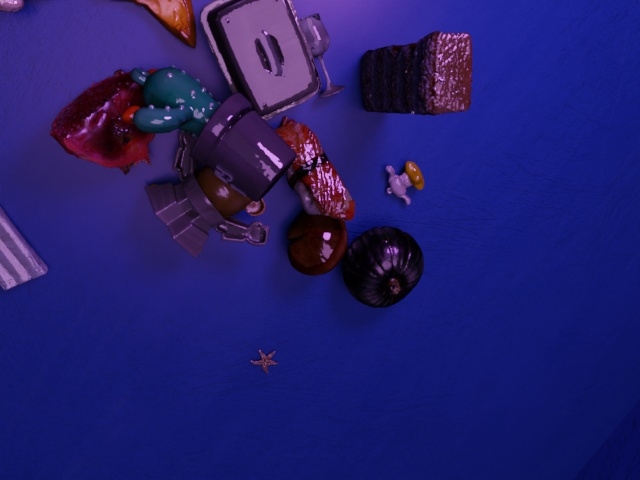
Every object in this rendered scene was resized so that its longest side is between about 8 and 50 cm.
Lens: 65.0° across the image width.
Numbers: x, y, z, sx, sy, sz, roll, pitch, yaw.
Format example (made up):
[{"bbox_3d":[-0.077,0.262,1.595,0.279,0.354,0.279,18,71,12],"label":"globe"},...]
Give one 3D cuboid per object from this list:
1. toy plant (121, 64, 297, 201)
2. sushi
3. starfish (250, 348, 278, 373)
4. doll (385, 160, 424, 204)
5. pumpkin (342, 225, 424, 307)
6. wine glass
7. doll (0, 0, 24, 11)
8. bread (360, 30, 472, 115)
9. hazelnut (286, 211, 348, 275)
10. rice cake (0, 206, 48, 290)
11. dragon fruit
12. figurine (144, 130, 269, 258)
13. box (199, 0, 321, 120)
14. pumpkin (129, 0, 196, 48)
[{"bbox_3d":[-0.254,-0.261,1.129,0.400,0.185,0.279,40,53,-4],"label":"toy plant"},{"bbox_3d":[-0.034,-0.180,1.308,0.124,0.130,0.332,-32,93,-19],"label":"sushi"},{"bbox_3d":[-0.175,0.381,1.569,0.092,0.016,0.086,4,106,-24],"label":"starfish"},{"bbox_3d":[0.250,-0.166,1.480,0.113,0.071,0.135,-11,117,-5],"label":"doll"},{"bbox_3d":[0.186,0.086,1.470,0.249,0.216,0.250,-7,127,-9],"label":"pumpkin"},{"bbox_3d":[-0.003,-0.472,1.282,0.079,0.079,0.196,-26,116,-7],"label":"wine glass"},{"bbox_3d":[-0.680,-0.553,1.037,0.278,0.175,0.149,-14,151,-21],"label":"doll"},{"bbox_3d":[0.206,-0.387,1.195,0.113,0.416,0.165,-6,106,-15],"label":"bread"},{"bbox_3d":[0.000,0.000,1.410,0.177,0.178,0.204,14,74,-21],"label":"hazelnut"},{"bbox_3d":[-0.788,0.015,1.236,0.124,0.038,0.211,-24,114,-8],"label":"rice cake"},{"bbox_3d":[-0.492,-0.249,1.180,0.262,0.134,0.212,-55,136,-33],"label":"dragon fruit"},{"bbox_3d":[-0.269,-0.117,1.278,0.284,0.167,0.343,-35,121,0],"label":"figurine"},{"bbox_3d":[-0.137,-0.449,1.200,0.220,0.166,0.291,-28,116,-7],"label":"box"},{"bbox_3d":[-0.374,-0.614,1.109,0.258,0.095,0.290,11,109,-25],"label":"pumpkin"}]
